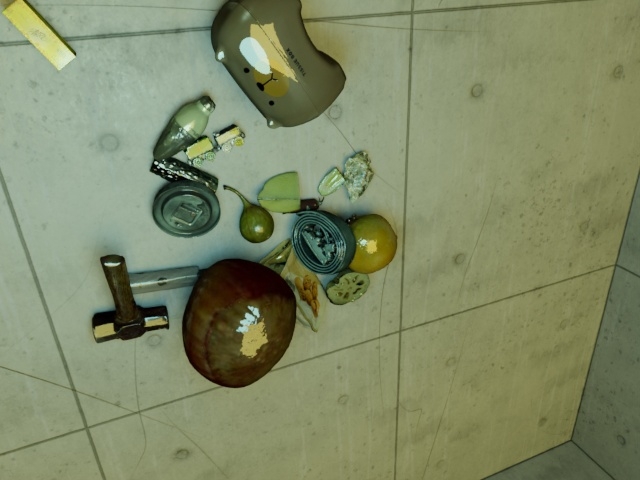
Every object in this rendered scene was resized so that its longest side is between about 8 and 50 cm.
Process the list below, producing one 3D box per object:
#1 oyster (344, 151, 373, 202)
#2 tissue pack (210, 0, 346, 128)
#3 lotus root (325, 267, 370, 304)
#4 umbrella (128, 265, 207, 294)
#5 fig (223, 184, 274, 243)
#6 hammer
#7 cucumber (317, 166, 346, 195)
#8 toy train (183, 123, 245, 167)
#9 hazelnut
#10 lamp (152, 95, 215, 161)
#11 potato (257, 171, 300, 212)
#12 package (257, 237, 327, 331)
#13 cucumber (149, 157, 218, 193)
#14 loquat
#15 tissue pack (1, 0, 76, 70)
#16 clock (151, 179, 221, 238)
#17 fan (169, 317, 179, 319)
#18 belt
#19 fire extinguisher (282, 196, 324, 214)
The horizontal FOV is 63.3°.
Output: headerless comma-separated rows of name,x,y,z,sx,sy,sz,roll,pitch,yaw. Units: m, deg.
oyster,0.140,-0.234,1.901,0.125,0.064,0.177,-17,120,-12
tissue pack,-0.135,-0.521,1.501,0.277,0.267,0.387,-39,125,0
lotus root,0.098,0.167,2.055,0.183,0.077,0.203,-23,143,-5
umbrella,-0.530,0.134,1.761,0.338,0.067,0.073,-7,148,-22
fig,-0.251,-0.098,1.772,0.124,0.124,0.236,-34,101,-6
hammer,-0.621,0.175,1.646,0.243,0.095,0.408,-9,140,-17
cucumber,0.038,-0.206,1.876,0.107,0.035,0.067,-40,87,15
toy train,-0.335,-0.304,1.641,0.202,0.060,0.081,-30,118,-11
hazelnut,-0.274,0.262,1.699,0.353,0.421,0.420,-2,116,-38
lamp,-0.413,-0.335,1.565,0.250,0.101,0.101,-43,125,6
potato,-0.143,-0.167,1.801,0.149,0.120,0.081,0,147,-6
package,-0.121,0.179,1.950,0.165,0.221,0.311,-10,130,25
cucumber,-0.431,-0.203,1.643,0.211,0.062,0.078,22,104,-32
loquat,0.168,0.005,1.933,0.244,0.244,0.243,-11,118,-20
tissue pack,-0.714,-0.529,1.328,0.062,0.095,0.176,-40,124,-2
clock,-0.430,-0.099,1.670,0.215,0.042,0.214,-8,134,-8
fan,-0.428,0.270,1.910,0.310,0.010,0.182,-4,116,-26
belt,0.000,0.000,1.839,0.206,0.267,0.116,-53,159,25
fire extinguisher,-0.063,-0.124,1.868,0.158,0.043,0.064,-7,129,-22
